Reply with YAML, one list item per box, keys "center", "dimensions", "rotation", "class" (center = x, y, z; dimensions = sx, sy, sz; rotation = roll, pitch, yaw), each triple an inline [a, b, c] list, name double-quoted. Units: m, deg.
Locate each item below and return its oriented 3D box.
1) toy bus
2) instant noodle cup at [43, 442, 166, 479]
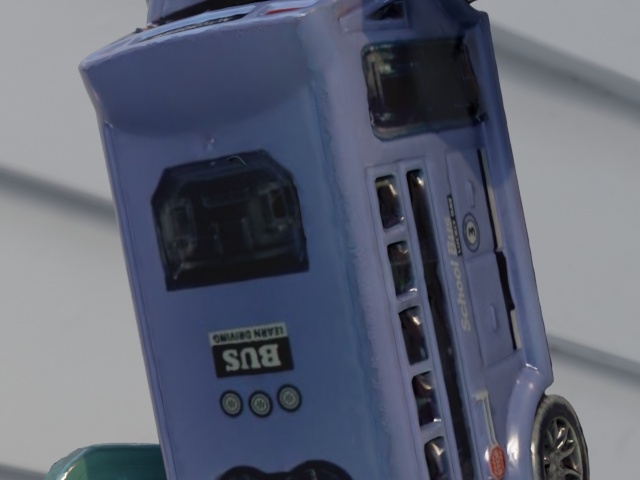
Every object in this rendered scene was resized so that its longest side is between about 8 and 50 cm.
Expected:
- center: [0.000, 0.000, 0.570]
  dimensions: [0.125, 0.133, 0.292]
  rotation: [-9, 93, 29]
  class: "toy bus"
- center: [-0.043, 0.161, 0.667]
  dimensions: [0.070, 0.179, 0.157]
  rotation: [-9, 78, 61]
  class: "instant noodle cup"
